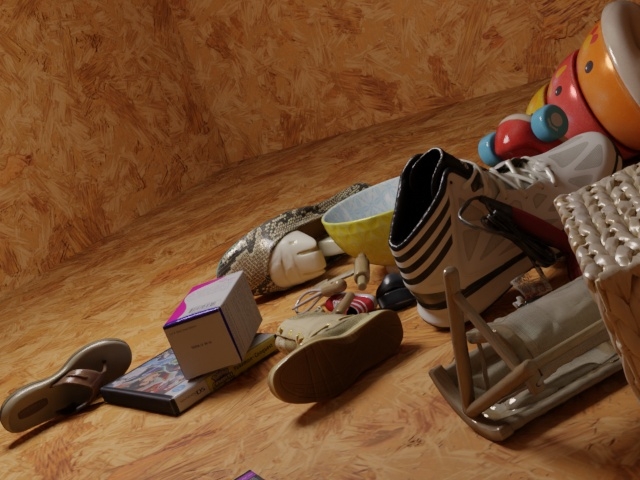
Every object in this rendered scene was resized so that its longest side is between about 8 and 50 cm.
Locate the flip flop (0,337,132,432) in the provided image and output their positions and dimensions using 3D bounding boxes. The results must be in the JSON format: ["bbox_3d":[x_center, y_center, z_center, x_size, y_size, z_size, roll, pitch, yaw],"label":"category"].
[{"bbox_3d":[-0.474,0.285,2.025,0.277,0.112,0.080,-28,35,-29],"label":"flip flop"}]

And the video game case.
[{"bbox_3d":[-0.245,0.238,1.985,0.248,0.035,0.275,-30,16,-34],"label":"video game case"}]

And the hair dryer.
[{"bbox_3d":[0.370,-0.006,1.634,0.293,0.223,0.080,-17,-17,-37],"label":"hair dryer"}]

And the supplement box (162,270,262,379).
[{"bbox_3d":[-0.190,0.149,1.933,0.111,0.114,0.220,-19,14,13],"label":"supplement box"}]

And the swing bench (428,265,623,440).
[{"bbox_3d":[0.289,0.111,1.320,0.253,0.255,0.165,-26,57,-17],"label":"swing bench"}]

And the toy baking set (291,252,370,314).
[{"bbox_3d":[0.015,0.096,1.989,0.197,0.030,0.256,-37,14,18],"label":"toy baking set"}]

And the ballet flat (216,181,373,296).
[{"bbox_3d":[0.000,0.000,2.348,0.483,0.164,0.182,-28,30,-35],"label":"ballet flat"}]

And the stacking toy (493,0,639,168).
[{"bbox_3d":[0.570,-0.263,2.345,0.480,0.350,0.350,-34,3,36],"label":"stacking toy"}]

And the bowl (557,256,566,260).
[{"bbox_3d":[0.416,-0.017,1.850,0.170,0.080,0.170,-21,37,17],"label":"bowl"}]

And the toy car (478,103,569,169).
[{"bbox_3d":[0.423,-0.119,2.184,0.219,0.210,0.238,-24,34,59],"label":"toy car"}]

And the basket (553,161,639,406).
[{"bbox_3d":[0.415,0.078,1.011,0.266,0.331,0.328,-24,12,13],"label":"basket"}]

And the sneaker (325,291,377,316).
[{"bbox_3d":[0.042,0.126,1.981,0.118,0.042,0.067,-6,16,41],"label":"sneaker"}]

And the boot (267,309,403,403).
[{"bbox_3d":[-0.020,0.183,1.729,0.262,0.095,0.203,-28,15,-35],"label":"boot"}]

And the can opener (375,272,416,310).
[{"bbox_3d":[0.188,0.079,1.947,0.186,0.073,0.059,-19,-26,-3],"label":"can opener"}]

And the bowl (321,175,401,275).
[{"bbox_3d":[0.163,-0.022,2.139,0.289,0.156,0.289,-20,14,5],"label":"bowl"}]

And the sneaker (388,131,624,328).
[{"bbox_3d":[0.297,-0.081,1.723,0.447,0.257,0.169,-41,36,-12],"label":"sneaker"}]

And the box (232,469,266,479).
[{"bbox_3d":[-0.103,0.348,1.343,0.116,0.029,0.162,-27,13,-21],"label":"box"}]
